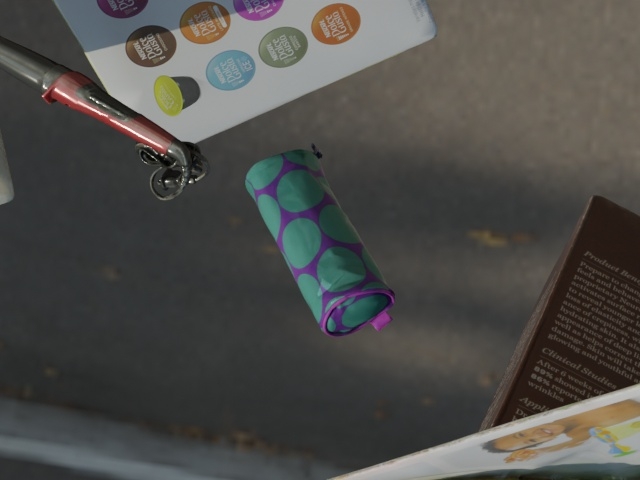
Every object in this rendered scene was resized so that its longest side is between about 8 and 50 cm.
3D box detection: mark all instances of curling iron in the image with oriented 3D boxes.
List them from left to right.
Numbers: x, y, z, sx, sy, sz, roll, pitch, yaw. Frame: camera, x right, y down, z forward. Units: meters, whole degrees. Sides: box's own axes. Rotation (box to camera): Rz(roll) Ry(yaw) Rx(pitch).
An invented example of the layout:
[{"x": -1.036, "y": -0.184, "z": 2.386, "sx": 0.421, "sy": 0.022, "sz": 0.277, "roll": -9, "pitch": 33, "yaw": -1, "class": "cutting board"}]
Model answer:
[{"x": -0.211, "y": -0.116, "z": 1.639, "sx": 0.274, "sy": 0.035, "sz": 0.068, "roll": 31, "pitch": 140, "yaw": 11, "class": "curling iron"}]

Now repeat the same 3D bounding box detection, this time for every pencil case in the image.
[{"x": 0.000, "y": 0.000, "z": 1.516, "sx": 0.064, "sy": 0.152, "sz": 0.070, "roll": -36, "pitch": 149, "yaw": 14, "class": "pencil case"}]

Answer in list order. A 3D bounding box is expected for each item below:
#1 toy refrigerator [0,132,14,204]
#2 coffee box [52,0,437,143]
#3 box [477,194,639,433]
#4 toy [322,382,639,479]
[{"x": -0.365, "y": -0.119, "z": 1.775, "sx": 0.094, "sy": 0.269, "sz": 0.102, "roll": -18, "pitch": 122, "yaw": -18, "class": "toy refrigerator"}, {"x": -0.117, "y": -0.354, "z": 2.020, "sx": 0.334, "sy": 0.338, "sz": 0.338, "roll": -23, "pitch": 131, "yaw": 6, "class": "coffee box"}, {"x": 0.239, "y": 0.144, "z": 1.622, "sx": 0.191, "sy": 0.381, "sz": 0.143, "roll": 28, "pitch": 131, "yaw": 5, "class": "box"}, {"x": 0.047, "y": 0.095, "z": 0.527, "sx": 0.237, "sy": 0.056, "sz": 0.137, "roll": -23, "pitch": 149, "yaw": 20, "class": "toy"}]
